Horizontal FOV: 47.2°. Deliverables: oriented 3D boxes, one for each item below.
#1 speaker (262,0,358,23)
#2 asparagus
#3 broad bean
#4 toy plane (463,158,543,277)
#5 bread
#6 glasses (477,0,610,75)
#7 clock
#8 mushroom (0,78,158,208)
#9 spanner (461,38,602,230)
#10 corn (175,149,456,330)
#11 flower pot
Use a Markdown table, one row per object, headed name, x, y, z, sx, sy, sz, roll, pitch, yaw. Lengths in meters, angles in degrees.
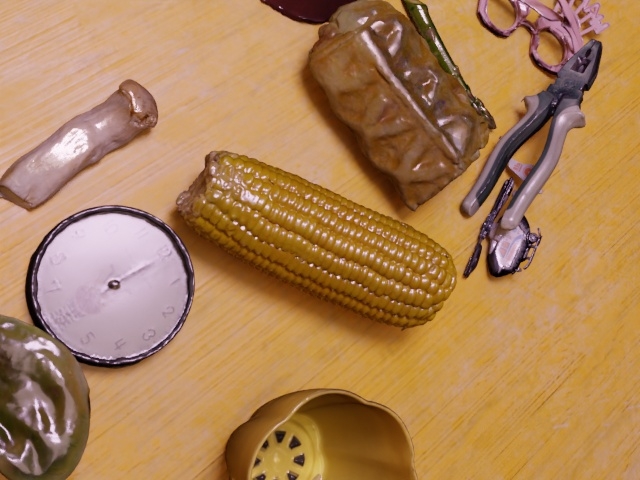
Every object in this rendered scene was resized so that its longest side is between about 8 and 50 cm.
| name | x | y | z | sx | sy | sz | roll | pitch | yaw |
| --- | --- | --- | --- | --- | --- | --- | --- | --- | --- |
| speaker | 0.080 | -0.404 | 0.866 | 0.259 | 0.329 | 0.198 | -1 | 84 | -31 |
| asparagus | 0.182 | -0.253 | 1.043 | 0.034 | 0.027 | 0.236 | -39 | 100 | -35 |
| broad bean | -0.321 | 0.159 | 0.740 | 0.153 | 0.072 | 0.206 | -44 | 102 | -21 |
| toy plane | 0.273 | -0.022 | 1.043 | 0.078 | 0.053 | 0.197 | 25 | 77 | 0 |
| bread | 0.097 | -0.183 | 0.943 | 0.152 | 0.130 | 0.267 | -42 | 101 | -14 |
| glasses | 0.341 | -0.366 | 1.094 | 0.255 | 0.095 | 0.162 | 32 | 71 | -20 |
| clock | -0.229 | 0.049 | 0.813 | 0.185 | 0.040 | 0.184 | 3 | 82 | -23 |
| mushroom | -0.267 | -0.106 | 0.813 | 0.202 | 0.054 | 0.059 | -39 | 101 | -19 |
| spanner | 0.315 | -0.158 | 1.043 | 0.324 | 0.096 | 0.040 | -55 | 147 | -11 |
| corn | 0.000 | 0.000 | 0.874 | 0.345 | 0.131 | 0.131 | 26 | 74 | -19 |
| flower pot | -0.017 | 0.253 | 0.806 | 0.195 | 0.179 | 0.195 | 2 | 84 | -23 |
